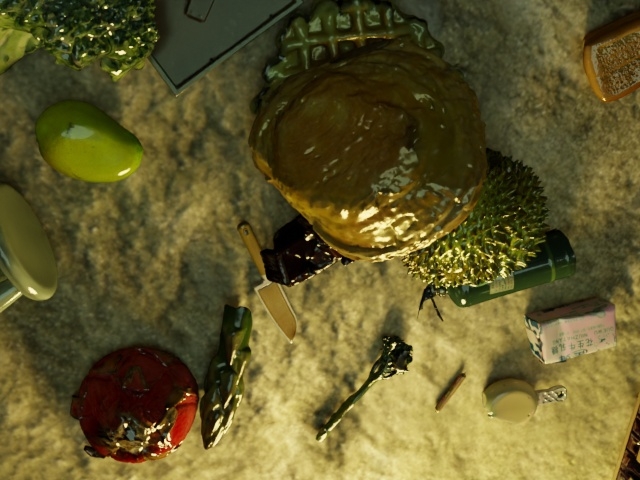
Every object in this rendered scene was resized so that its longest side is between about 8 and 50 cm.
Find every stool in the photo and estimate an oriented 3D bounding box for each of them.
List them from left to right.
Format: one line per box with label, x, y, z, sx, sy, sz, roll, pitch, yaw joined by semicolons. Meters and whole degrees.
stool;-0.531;0.036;1.270;0.199;0.195;0.195;-25;112;1

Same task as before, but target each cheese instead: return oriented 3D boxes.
cheese;0.396;0.317;1.629;0.171;0.047;0.092;9;108;-15

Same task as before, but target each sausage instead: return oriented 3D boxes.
sausage;0.250;0.293;1.609;0.015;0.015;0.100;31;101;-19

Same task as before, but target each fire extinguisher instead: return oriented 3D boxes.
fire extinguisher;0.301;0.060;1.499;0.294;0.093;0.118;-16;86;-5

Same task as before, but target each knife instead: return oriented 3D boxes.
knife;-0.095;0.077;1.461;0.046;0.022;0.256;-29;117;-10

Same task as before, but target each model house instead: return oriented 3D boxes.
model house;0.001;0.010;1.383;0.203;0.164;0.141;-41;106;6

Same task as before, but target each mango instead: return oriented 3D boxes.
mango;-0.362;-0.146;1.293;0.163;0.089;0.117;37;99;-21

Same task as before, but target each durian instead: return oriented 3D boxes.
durian;0.235;-0.029;1.361;0.291;0.291;0.224;-15;105;-5

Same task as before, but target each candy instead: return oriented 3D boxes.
candy;0.475;0.170;1.580;0.160;0.073;0.092;-13;107;-6

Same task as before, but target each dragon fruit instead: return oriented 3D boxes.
dragon fruit;-0.317;0.308;1.431;0.224;0.148;0.218;-11;112;-7

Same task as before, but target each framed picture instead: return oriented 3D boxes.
framed picture;-0.177;-0.366;1.275;0.250;0.016;0.184;-36;105;5

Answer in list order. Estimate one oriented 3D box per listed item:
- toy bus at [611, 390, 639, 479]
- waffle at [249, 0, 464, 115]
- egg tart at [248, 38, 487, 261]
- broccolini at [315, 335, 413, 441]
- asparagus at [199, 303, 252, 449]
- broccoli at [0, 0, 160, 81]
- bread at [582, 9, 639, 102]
toy bus;0.685;0.440;1.673;0.139;0.157;0.289;5;106;-18
waffle;0.062;-0.247;1.352;0.317;0.073;0.297;34;100;-17
egg tart;0.068;-0.143;1.212;0.339;0.153;0.351;-41;73;13
broccolini;0.080;0.280;1.569;0.254;0.071;0.057;-48;153;14
asparagus;-0.167;0.242;1.480;0.080;0.080;0.287;11;101;-15
broccoli;-0.395;-0.363;1.149;0.375;0.302;0.249;16;83;-37
bread;0.537;-0.324;1.415;0.200;0.077;0.116;-25;113;0
